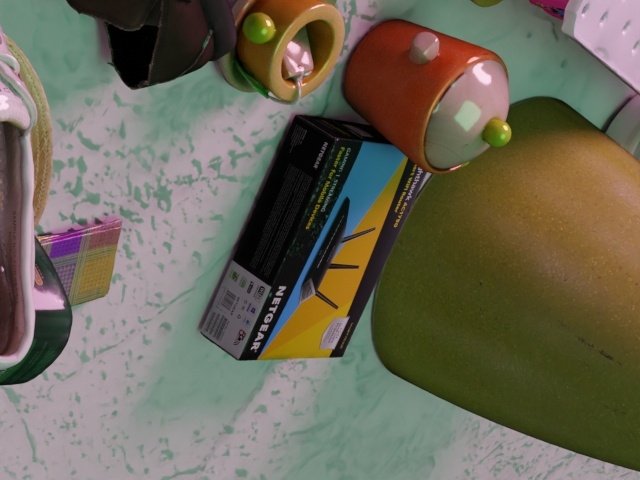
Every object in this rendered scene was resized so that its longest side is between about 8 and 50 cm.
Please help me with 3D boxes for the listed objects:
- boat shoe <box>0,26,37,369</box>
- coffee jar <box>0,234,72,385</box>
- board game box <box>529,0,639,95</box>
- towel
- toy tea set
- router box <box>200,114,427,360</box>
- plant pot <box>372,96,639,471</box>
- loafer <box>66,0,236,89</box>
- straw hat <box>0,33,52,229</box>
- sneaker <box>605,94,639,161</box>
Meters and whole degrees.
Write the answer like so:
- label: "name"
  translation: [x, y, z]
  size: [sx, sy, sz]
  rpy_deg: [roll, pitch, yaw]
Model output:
- label: "boat shoe"
  translation: [-0.182, -0.069, 0.898]
  size: [0.098, 0.096, 0.277]
  rpy_deg: [-20, 107, -40]
- label: "coffee jar"
  translation: [-0.231, 0.038, 1.004]
  size: [0.079, 0.096, 0.184]
  rpy_deg: [-43, 158, 31]
- label: "board game box"
  translation: [0.313, -0.301, 1.411]
  size: [0.390, 0.050, 0.390]
  rpy_deg: [-63, 157, 4]
- label: "towel"
  translation: [-0.162, 0.018, 1.166]
  size: [0.083, 0.009, 0.060]
  rpy_deg: [-16, 131, -46]
- label: "toy tea set"
  translation: [0.054, -0.150, 1.195]
  size: [0.336, 0.124, 0.200]
  rpy_deg: [6, 113, -55]
- label: "router box"
  translation: [0.000, 0.000, 1.333]
  size: [0.133, 0.046, 0.179]
  rpy_deg: [2, 117, -54]
- label: "plant pot"
  translation: [0.241, 0.070, 1.488]
  size: [0.275, 0.293, 0.274]
  rpy_deg: [-34, 142, -31]
- label: "loafer"
  translation: [-0.106, -0.155, 1.017]
  size: [0.078, 0.080, 0.220]
  rpy_deg: [-47, 147, -16]
- label: "straw hat"
  translation: [-0.214, -0.048, 0.978]
  size: [0.144, 0.061, 0.144]
  rpy_deg: [-5, 98, -42]
- label: "sneaker"
  translation: [0.421, -0.119, 1.697]
  size: [0.366, 0.150, 0.135]
  rpy_deg: [-38, 145, -27]
